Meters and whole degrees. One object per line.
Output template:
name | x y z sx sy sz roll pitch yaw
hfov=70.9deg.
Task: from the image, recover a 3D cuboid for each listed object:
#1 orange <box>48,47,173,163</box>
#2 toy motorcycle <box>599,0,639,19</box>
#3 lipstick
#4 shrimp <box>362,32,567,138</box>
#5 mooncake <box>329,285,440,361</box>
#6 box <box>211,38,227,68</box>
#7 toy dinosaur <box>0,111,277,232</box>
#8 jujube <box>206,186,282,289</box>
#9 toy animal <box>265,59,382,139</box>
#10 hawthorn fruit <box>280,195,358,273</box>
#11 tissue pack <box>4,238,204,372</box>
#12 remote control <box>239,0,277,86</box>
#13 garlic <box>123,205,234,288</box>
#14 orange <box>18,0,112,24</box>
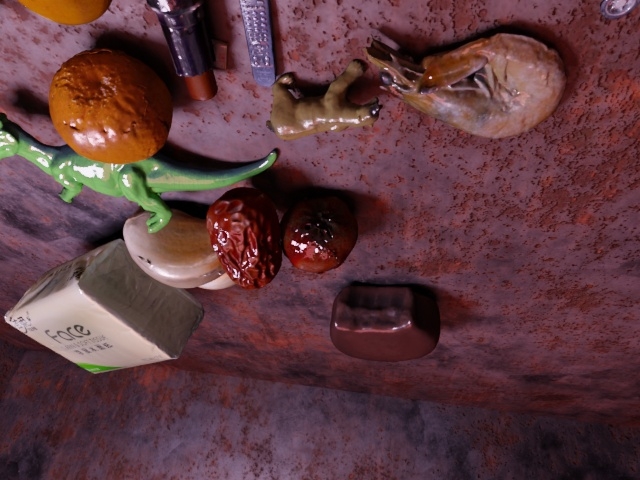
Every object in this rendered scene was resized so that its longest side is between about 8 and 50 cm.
orange | -0.349 -0.219 0.761 0.194 0.193 0.161 12 174 -2
toy motorcycle | 0.301 -0.330 0.465 0.299 0.089 0.171 2 147 13
lipstick | -0.196 -0.327 0.624 0.081 0.081 0.299 6 147 8
shrimp | 0.216 -0.244 0.663 0.318 0.077 0.168 15 139 -16
mooncake | 0.181 0.244 1.373 0.334 0.174 0.326 35 138 -30
box | -0.192 -0.308 0.724 0.083 0.012 0.046 15 148 -5
toy dinosaur | -0.385 -0.195 0.904 0.501 0.143 0.374 -22 139 21
jujube | -0.156 -0.003 0.971 0.155 0.155 0.230 -1 127 18
toy animal | 0.003 -0.213 0.738 0.219 0.100 0.103 -3 145 20
hawthorn fruit | 0.000 0.000 1.037 0.181 0.181 0.235 6 160 7
tissue pack | -0.591 0.203 1.240 0.405 0.205 0.331 -19 125 32
remote control | -0.092 -0.305 0.689 0.044 0.027 0.152 12 148 9
garlic | -0.322 0.019 1.153 0.314 0.286 0.249 -3 103 10
orange | -0.343 -0.361 0.578 0.156 0.124 0.156 22 161 8
